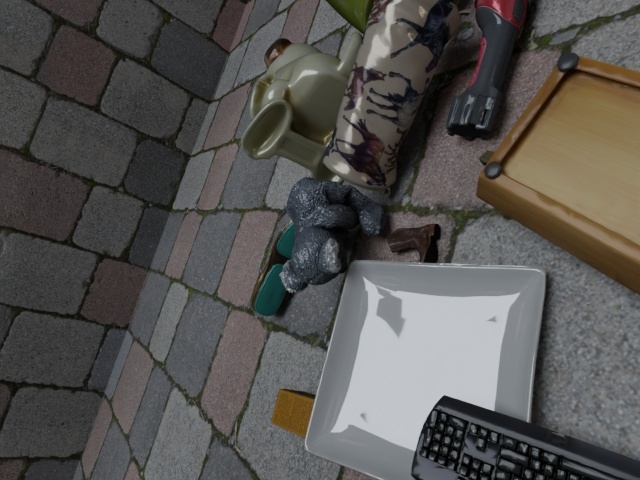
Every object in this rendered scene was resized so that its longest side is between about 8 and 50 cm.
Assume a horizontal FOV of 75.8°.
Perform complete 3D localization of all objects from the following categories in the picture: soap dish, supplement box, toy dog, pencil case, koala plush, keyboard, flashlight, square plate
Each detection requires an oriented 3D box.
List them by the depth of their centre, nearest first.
[{"bbox_3d":[0.249,0.319,0.461,0.317,0.033,0.202,6,72,40],"label":"keyboard"},{"bbox_3d":[0.362,-0.090,0.505,0.229,0.118,0.291,-57,47,14],"label":"soap dish"},{"bbox_3d":[0.157,0.202,0.653,0.343,0.049,0.347,0,66,39],"label":"square plate"},{"bbox_3d":[0.312,-0.346,0.779,0.103,0.103,0.304,18,90,18],"label":"flashlight"},{"bbox_3d":[0.000,0.353,0.815,0.233,0.078,0.080,-12,62,49],"label":"supplement box"},{"bbox_3d":[0.144,-0.305,0.857,0.160,0.183,0.411,-43,-26,-68],"label":"pencil case"},{"bbox_3d":[0.000,0.000,0.865,0.196,0.203,0.221,-26,37,45],"label":"koala plush"},{"bbox_3d":[-0.056,-0.406,1.121,0.408,0.284,0.396,-107,34,-51],"label":"toy dog"}]

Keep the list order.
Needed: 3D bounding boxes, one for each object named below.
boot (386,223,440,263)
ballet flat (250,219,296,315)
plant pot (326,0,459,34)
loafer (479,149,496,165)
[{"bbox_3d":[0.174,0.018,0.805,0.114,0.037,0.106,-8,52,48],"label":"boot"},{"bbox_3d":[-0.084,0.042,1.096,0.343,0.116,0.124,-63,16,13],"label":"ballet flat"},{"bbox_3d":[0.157,-0.657,0.977,0.366,0.366,0.353,-40,55,33],"label":"plant pot"},{"bbox_3d":[0.332,-0.129,0.667,0.148,0.056,0.050,24,91,45],"label":"loafer"}]
